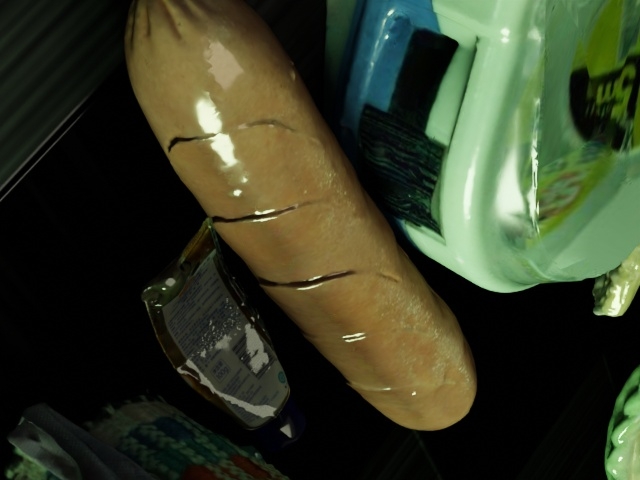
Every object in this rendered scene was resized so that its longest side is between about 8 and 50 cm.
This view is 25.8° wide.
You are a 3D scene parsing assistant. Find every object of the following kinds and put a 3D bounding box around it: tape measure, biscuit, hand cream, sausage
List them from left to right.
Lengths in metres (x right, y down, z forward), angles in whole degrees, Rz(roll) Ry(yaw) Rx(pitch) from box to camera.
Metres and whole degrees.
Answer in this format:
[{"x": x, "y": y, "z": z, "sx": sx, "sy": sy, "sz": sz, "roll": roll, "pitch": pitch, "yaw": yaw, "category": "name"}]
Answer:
[{"x": -0.053, "y": 0.059, "z": 0.790, "sx": 0.062, "sy": 0.039, "sz": 0.163, "roll": -47, "pitch": 134, "yaw": -23, "category": "hand cream"}, {"x": 0.001, "y": 0.001, "z": 0.779, "sx": 0.088, "sy": 0.088, "sz": 0.433, "roll": -54, "pitch": 141, "yaw": -16, "category": "sausage"}, {"x": 0.128, "y": -0.102, "z": 0.837, "sx": 0.259, "sy": 0.138, "sz": 0.262, "roll": -18, "pitch": 122, "yaw": -44, "category": "tape measure"}, {"x": 0.245, "y": -0.051, "z": 1.007, "sx": 0.250, "sy": 0.032, "sz": 0.133, "roll": -53, "pitch": 164, "yaw": -58, "category": "biscuit"}]

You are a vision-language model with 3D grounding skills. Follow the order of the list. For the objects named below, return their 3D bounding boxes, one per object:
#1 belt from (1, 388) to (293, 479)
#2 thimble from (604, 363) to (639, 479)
[{"x": -0.070, "y": 0.230, "z": 0.751, "sx": 0.207, "sy": 0.160, "sz": 0.295, "roll": -17, "pitch": 122, "yaw": -46, "category": "belt"}, {"x": 0.362, "y": 0.183, "z": 1.225, "sx": 0.150, "sy": 0.219, "sz": 0.219, "roll": -3, "pitch": 112, "yaw": -50, "category": "thimble"}]
